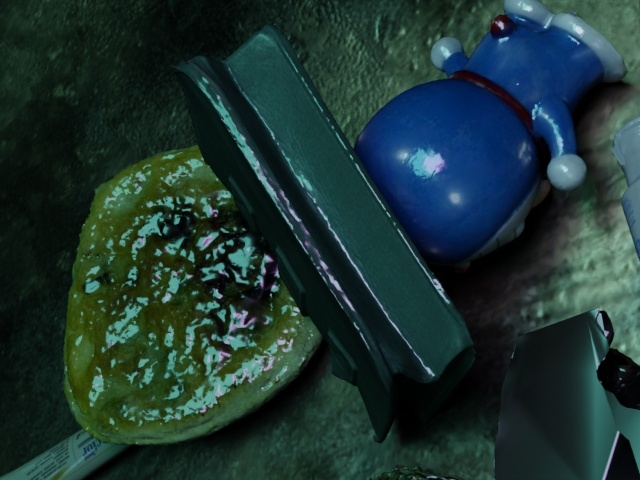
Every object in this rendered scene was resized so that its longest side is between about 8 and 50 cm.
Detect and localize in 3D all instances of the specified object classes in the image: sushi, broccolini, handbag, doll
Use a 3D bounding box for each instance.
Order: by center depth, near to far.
[{"bbox_3d":[0.206,0.162,0.860,0.153,0.150,0.172,-23,63,24],"label":"sushi"},{"bbox_3d":[0.130,0.228,0.956,0.194,0.054,0.052,17,65,33],"label":"broccolini"},{"bbox_3d":[0.001,-0.001,0.966,0.089,0.238,0.326,-30,74,-12],"label":"handbag"},{"bbox_3d":[0.140,-0.093,1.005,0.257,0.161,0.215,-45,41,-8],"label":"doll"}]

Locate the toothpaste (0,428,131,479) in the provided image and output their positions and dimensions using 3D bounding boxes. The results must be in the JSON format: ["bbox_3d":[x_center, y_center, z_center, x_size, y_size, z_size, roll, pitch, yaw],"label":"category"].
[{"bbox_3d":[-0.255,0.224,1.198,0.255,0.037,0.067,-34,54,19],"label":"toothpaste"}]

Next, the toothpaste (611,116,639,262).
[{"bbox_3d":[0.286,0.043,0.887,0.073,0.114,0.299,-24,58,31],"label":"toothpaste"}]

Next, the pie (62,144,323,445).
[{"bbox_3d":[-0.128,0.050,1.142,0.323,0.070,0.323,-10,64,21],"label":"pie"}]

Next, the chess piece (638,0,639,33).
[{"bbox_3d":[0.383,-0.182,0.881,0.251,0.144,0.144,5,76,28],"label":"chess piece"}]
